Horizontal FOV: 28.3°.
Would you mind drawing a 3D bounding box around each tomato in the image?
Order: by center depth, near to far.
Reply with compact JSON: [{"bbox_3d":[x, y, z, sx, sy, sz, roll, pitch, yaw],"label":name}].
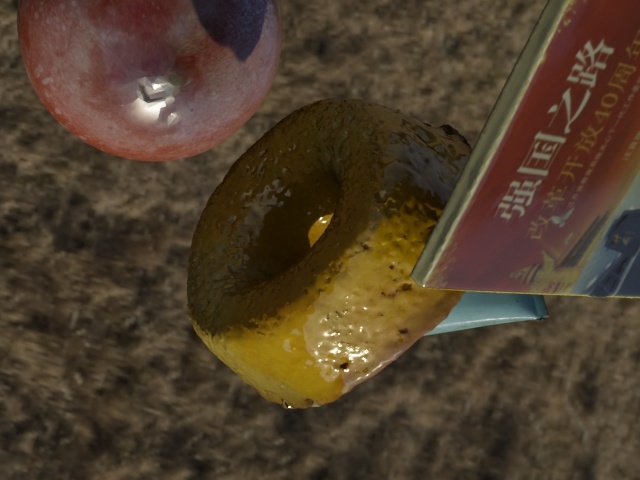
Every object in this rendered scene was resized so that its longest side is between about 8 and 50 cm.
[{"bbox_3d":[-0.167,-0.204,1.278,0.227,0.270,0.270,-111,-173,-54],"label":"tomato"}]

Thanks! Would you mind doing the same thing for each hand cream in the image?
[{"bbox_3d":[0.121,0.074,1.585,0.070,0.312,0.111,20,58,-72],"label":"hand cream"}]

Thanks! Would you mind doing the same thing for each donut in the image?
[{"bbox_3d":[-0.002,0.002,1.034,0.108,0.277,0.277,32,71,-35],"label":"donut"}]

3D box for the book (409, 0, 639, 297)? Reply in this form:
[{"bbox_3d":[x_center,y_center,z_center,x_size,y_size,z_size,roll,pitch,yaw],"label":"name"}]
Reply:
[{"bbox_3d":[0.252,-0.070,0.965,0.374,0.028,0.262,4,120,-43],"label":"book"}]
